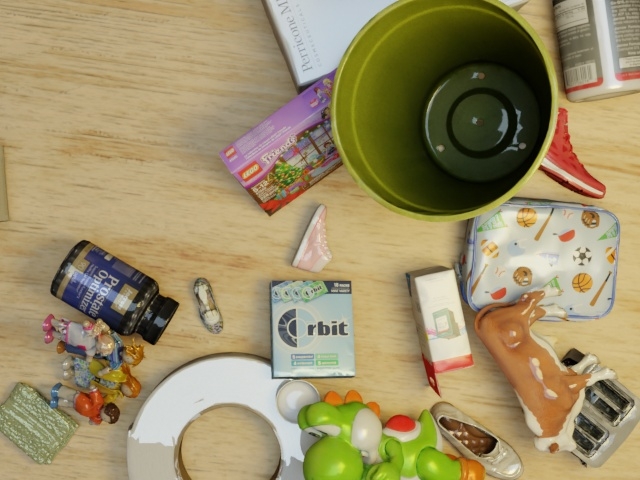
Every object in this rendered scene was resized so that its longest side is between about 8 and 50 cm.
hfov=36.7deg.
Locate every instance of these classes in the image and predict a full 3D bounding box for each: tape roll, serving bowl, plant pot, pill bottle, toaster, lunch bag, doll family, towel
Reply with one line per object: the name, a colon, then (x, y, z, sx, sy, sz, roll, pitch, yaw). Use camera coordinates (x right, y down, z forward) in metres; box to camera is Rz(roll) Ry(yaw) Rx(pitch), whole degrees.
tape roll: (-0.175, 0.408, 1.850, 0.392, 0.072, 0.392, 0, 92, -3)
serving bowl: (-0.042, 0.300, 1.803, 0.083, 0.027, 0.083, 0, 91, -3)
plant pot: (0.249, -0.219, 1.679, 0.366, 0.353, 0.366, 1, 93, 21)
pill bottle: (0.523, -0.410, 1.804, 0.161, 0.161, 0.283, -8, 92, -2)
pill bottle: (-0.381, 0.102, 1.806, 0.219, 0.123, 0.122, 30, 90, -2)
toaster: (0.510, 0.329, 1.853, 0.186, 0.110, 0.168, 40, 91, -3)
lunch bag: (0.410, 0.042, 1.840, 0.303, 0.115, 0.243, 4, 97, -1)
doll family: (-0.407, 0.223, 1.791, 0.163, 0.118, 0.263, 14, 125, 13)
towel: (-0.551, 0.353, 1.855, 0.148, 0.027, 0.110, 39, 91, -4)

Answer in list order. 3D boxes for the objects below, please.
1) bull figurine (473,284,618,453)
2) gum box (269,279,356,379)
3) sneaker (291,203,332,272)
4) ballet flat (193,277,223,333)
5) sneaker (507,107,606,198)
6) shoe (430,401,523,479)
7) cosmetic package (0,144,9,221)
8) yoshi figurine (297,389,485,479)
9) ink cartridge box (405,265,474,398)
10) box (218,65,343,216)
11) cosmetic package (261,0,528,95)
bull figurine: (0.412, 0.235, 1.753, 0.188, 0.101, 0.310, -33, 89, -2)
gum box: (-0.017, 0.169, 1.827, 0.157, 0.041, 0.184, 0, 76, -11)
sneaker: (0.000, 0.000, 1.854, 0.070, 0.051, 0.134, 23, 94, -4)
ballet flat: (-0.218, 0.128, 1.854, 0.041, 0.041, 0.114, -18, 93, -1)
sneaker: (0.473, -0.179, 1.849, 0.221, 0.087, 0.128, 31, 92, -4)
shoe: (0.305, 0.397, 1.873, 0.219, 0.058, 0.076, 37, 90, -3)
cosmetic package: (-0.688, -0.100, 1.772, 0.184, 0.151, 0.151, -4, 93, -2)
yoshi figurine: (0.109, 0.423, 1.769, 0.362, 0.203, 0.203, 26, 116, -17)
ink cartridge box: (0.228, 0.169, 1.825, 0.078, 0.134, 0.231, -12, 93, -2)
box: (-0.021, -0.182, 1.767, 0.293, 0.201, 0.057, -36, 62, 2)
cosmetic package: (0.130, -0.458, 1.788, 0.453, 0.161, 0.230, -21, 92, -1)
